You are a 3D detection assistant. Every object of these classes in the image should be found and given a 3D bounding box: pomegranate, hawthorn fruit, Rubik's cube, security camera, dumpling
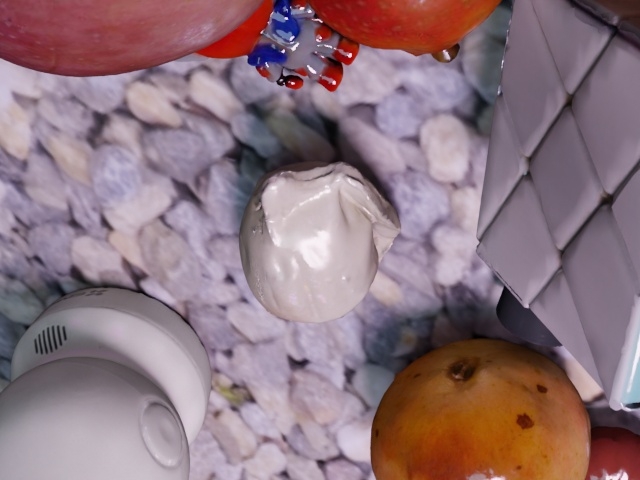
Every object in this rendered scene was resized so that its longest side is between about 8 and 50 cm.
[{"bbox_3d":[0.137,0.177,1.039,0.191,0.191,0.191,4,123,7],"label":"pomegranate"},{"bbox_3d":[0.063,-0.204,0.818,0.169,0.169,0.188,-20,116,20],"label":"hawthorn fruit"},{"bbox_3d":[0.258,-0.052,0.792,0.224,0.221,0.231,-5,120,-18],"label":"Rubik's cube"},{"bbox_3d":[-0.206,0.175,1.056,0.194,0.236,0.194,3,120,6],"label":"security camera"},{"bbox_3d":[0.000,0.000,0.988,0.136,0.118,0.199,-9,149,-1],"label":"dumpling"}]

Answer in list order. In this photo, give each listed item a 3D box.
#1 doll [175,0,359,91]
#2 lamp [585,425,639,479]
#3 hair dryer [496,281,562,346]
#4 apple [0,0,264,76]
[{"bbox_3d":[-0.064,-0.174,0.917,0.194,0.062,0.104,22,141,-15],"label":"doll"},{"bbox_3d":[0.261,0.213,1.088,0.101,0.090,0.101,3,123,5],"label":"lamp"},{"bbox_3d":[0.265,0.035,0.995,0.219,0.071,0.124,13,123,-7],"label":"hair dryer"},{"bbox_3d":[-0.139,-0.250,0.737,0.235,0.306,0.306,-12,121,-2],"label":"apple"}]
